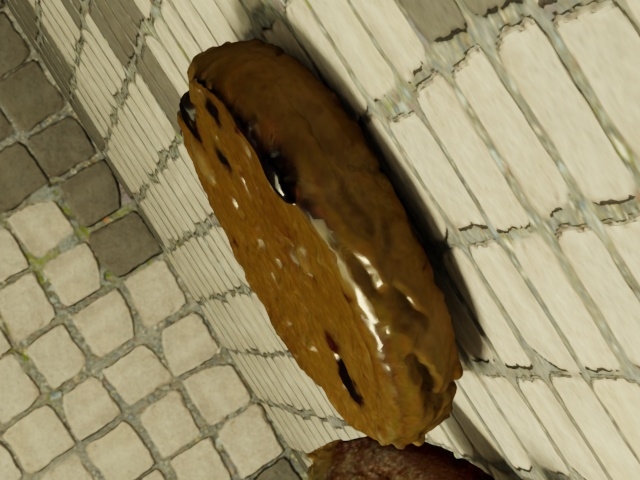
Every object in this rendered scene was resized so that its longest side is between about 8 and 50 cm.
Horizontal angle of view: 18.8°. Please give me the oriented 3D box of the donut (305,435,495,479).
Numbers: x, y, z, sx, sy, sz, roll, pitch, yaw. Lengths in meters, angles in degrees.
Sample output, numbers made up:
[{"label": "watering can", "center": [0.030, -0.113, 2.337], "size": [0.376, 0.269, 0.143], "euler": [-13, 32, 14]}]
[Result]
[{"label": "donut", "center": [0.112, 0.244, 1.295], "size": [0.112, 0.151, 0.295], "euler": [46, -163, -54]}]

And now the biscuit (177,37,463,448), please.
[{"label": "biscuit", "center": [0.002, -0.001, 1.193], "size": [0.296, 0.075, 0.296], "euler": [58, 168, 20]}]
